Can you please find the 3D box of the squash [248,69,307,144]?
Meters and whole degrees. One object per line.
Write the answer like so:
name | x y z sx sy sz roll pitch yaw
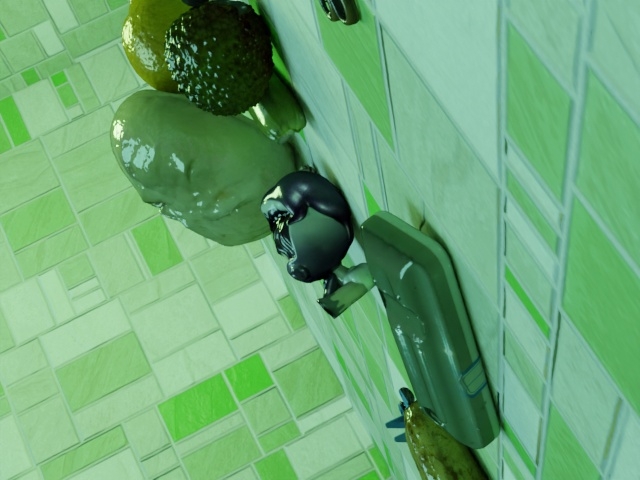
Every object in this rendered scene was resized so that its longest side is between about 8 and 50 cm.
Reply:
squash | -0.077 -0.210 1.662 0.239 0.069 0.069 58 172 53

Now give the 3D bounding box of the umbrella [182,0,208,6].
umbrella | -0.170 -0.397 1.557 0.090 0.094 0.326 19 175 -6

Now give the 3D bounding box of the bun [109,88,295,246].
bun | -0.205 -0.121 1.965 0.361 0.213 0.361 23 171 4

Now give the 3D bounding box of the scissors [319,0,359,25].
scissors | -0.018 -0.304 1.041 0.220 0.017 0.088 66 173 -22

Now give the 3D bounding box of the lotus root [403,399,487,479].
lotus root | 0.196 0.352 1.681 0.110 0.097 0.258 80 168 -69

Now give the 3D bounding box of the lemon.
lemon | -0.256 -0.352 1.993 0.244 0.187 0.187 46 175 -5

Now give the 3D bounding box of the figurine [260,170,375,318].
figurine | 0.000 0.000 1.691 0.222 0.145 0.145 54 174 -5

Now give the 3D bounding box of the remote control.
remote control | 0.127 0.115 1.307 0.128 0.066 0.335 38 157 47

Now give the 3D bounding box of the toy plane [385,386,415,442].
toy plane | 0.188 0.366 1.886 0.246 0.078 0.169 59 177 -33

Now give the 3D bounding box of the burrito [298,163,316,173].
burrito | -0.011 -0.058 1.844 0.188 0.045 0.058 69 -178 -50

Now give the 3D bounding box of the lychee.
lychee | -0.142 -0.256 1.572 0.171 0.171 0.171 61 173 12
